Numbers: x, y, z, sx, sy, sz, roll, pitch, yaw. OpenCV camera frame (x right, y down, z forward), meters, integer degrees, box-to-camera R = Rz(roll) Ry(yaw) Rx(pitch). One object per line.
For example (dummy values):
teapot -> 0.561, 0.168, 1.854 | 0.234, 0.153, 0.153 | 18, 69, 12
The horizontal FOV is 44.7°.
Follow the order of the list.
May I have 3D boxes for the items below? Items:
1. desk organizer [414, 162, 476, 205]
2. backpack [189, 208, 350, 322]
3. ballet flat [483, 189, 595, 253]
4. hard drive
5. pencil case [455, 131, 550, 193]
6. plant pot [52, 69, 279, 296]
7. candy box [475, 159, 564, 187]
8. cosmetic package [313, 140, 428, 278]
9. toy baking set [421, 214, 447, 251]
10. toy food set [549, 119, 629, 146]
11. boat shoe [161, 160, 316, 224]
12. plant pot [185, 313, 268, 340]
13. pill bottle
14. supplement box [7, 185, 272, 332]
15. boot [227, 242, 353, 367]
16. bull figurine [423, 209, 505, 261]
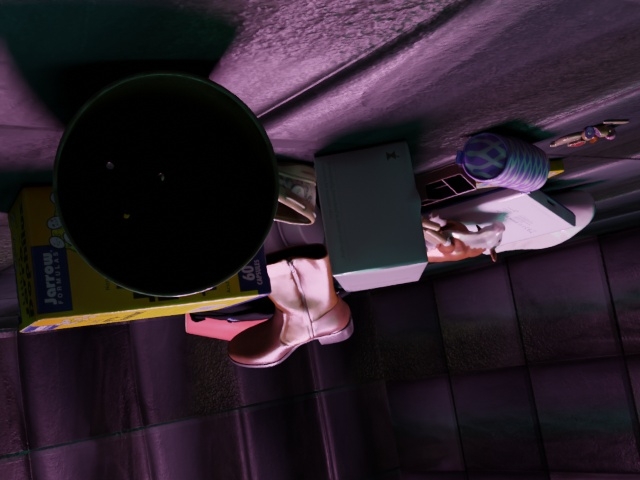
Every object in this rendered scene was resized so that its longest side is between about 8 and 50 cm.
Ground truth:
desk organizer -> 0.223, -0.104, 1.448 | 0.047, 0.050, 0.130 | -2, 169, -44
backpack -> -0.102, 0.060, 1.644 | 0.356, 0.273, 0.290 | 4, 174, 42
ballet flat -> 0.512, -0.045, 2.004 | 0.139, 0.139, 0.400 | -4, 171, -33
hard drive -> 0.415, -0.048, 1.872 | 0.210, 0.040, 0.319 | 26, 151, -37
pencil case -> 0.306, -0.128, 1.280 | 0.088, 0.086, 0.206 | 14, -175, 34
plant pot -> -0.183, -0.059, 0.843 | 0.216, 0.215, 0.230 | -6, -175, -22
candy box -> 0.364, -0.127, 1.536 | 0.206, 0.027, 0.105 | -7, 175, -18
cosmetic package -> 0.091, -0.026, 1.338 | 0.155, 0.196, 0.365 | -9, 171, 5
toy baking set -> 0.144, -0.021, 1.702 | 0.256, 0.030, 0.196 | 20, 152, -2
toy food set -> 0.461, -0.176, 1.326 | 0.078, 0.019, 0.122 | -5, 171, -27
boat shoe -> -0.105, -0.071, 1.155 | 0.105, 0.089, 0.285 | -16, 169, 43
plant pot -> -0.235, 0.152, 2.078 | 0.243, 0.274, 0.275 | 1, 171, -8
pill bottle -> -0.116, -0.009, 1.436 | 0.229, 0.131, 0.131 | -14, 171, 26
supplement box -> -0.285, 0.021, 1.224 | 0.357, 0.194, 0.195 | -5, 172, -29
boot -> -0.084, 0.127, 1.439 | 0.264, 0.096, 0.280 | -10, 145, 10
bull figurine -> 0.268, -0.007, 1.821 | 0.311, 0.101, 0.188 | -6, 157, 31
